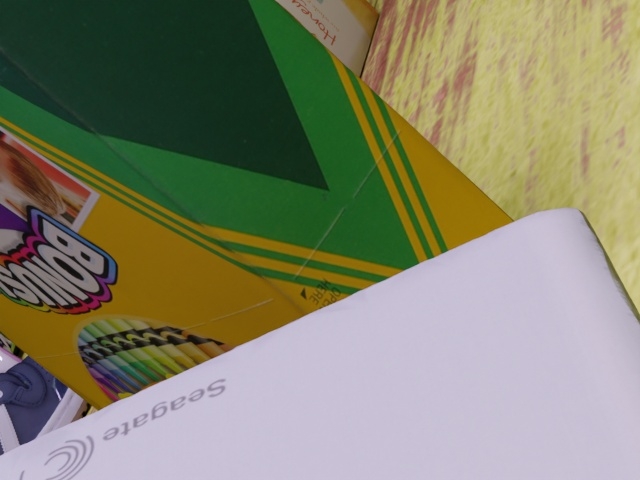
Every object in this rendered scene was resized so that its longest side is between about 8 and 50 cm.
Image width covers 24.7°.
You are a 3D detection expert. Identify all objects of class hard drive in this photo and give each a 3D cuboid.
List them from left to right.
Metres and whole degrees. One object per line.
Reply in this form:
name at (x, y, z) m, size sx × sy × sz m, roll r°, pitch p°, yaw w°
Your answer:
hard drive at (0.004, 0.133, 0.348) m, size 0.233 × 0.047 × 0.353 m, roll -25°, pitch 28°, yaw 8°

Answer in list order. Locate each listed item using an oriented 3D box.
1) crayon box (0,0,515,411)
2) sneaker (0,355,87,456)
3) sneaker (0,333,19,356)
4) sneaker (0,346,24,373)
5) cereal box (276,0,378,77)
crayon box at (-0.110, -0.024, 0.715) m, size 0.106 × 0.313 × 0.363 m, roll -54°, pitch 16°, yaw -22°
sneaker at (-0.290, 0.149, 1.100) m, size 0.282 × 0.153 × 0.099 m, roll -58°, pitch 18°, yaw -24°
sneaker at (-0.340, 0.090, 1.486) m, size 0.097 × 0.084 × 0.235 m, roll -52°, pitch 16°, yaw -9°
sneaker at (-0.319, 0.161, 1.275) m, size 0.236 × 0.095 × 0.104 m, roll -22°, pitch 40°, yaw 57°
cereal box at (-0.046, -0.160, 1.094) m, size 0.047 × 0.173 × 0.240 m, roll -39°, pitch 20°, yaw 31°
